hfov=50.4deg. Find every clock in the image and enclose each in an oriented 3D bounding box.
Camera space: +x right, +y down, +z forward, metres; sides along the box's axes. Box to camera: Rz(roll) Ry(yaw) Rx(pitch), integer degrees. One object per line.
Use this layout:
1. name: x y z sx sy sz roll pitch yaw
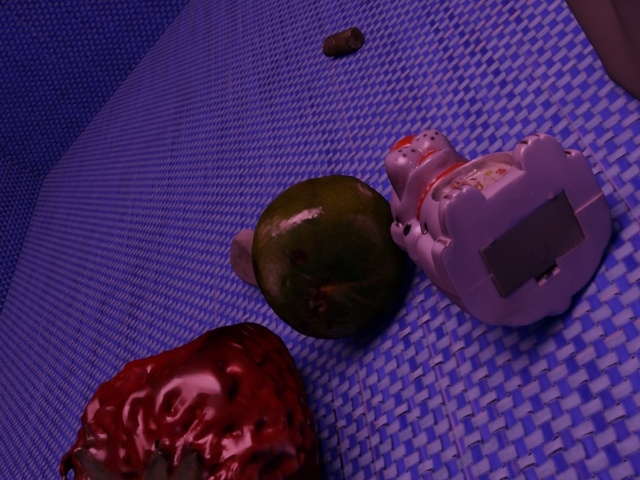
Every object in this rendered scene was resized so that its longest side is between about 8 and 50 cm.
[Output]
1. clock: 0.157 -0.030 0.744 0.189 0.189 0.254 -56 25 2

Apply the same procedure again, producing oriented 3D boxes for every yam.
1. yam: 0.041 -0.381 1.310 0.094 0.043 0.043 6 68 54

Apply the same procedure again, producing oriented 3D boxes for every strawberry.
1. strawberry: -0.129 0.241 0.836 0.317 0.295 0.345 -64 -6 22

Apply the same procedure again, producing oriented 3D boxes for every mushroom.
1. mushroom: -0.062 0.037 1.053 0.223 0.081 0.092 10 91 53

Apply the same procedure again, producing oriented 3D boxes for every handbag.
1. handbag: 0.264 -0.243 0.623 0.109 0.315 0.241 -49 32 18

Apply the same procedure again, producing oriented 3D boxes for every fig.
1. fig: 0.000 0.000 0.905 0.203 0.203 0.235 -52 22 10
